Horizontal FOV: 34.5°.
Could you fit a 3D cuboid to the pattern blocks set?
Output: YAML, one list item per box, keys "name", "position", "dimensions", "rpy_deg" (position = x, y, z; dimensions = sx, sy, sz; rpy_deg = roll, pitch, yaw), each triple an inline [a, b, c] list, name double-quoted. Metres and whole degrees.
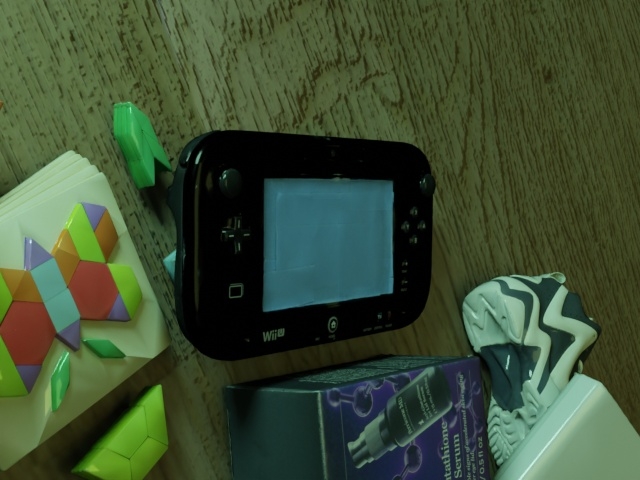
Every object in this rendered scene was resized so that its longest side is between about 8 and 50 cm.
- name: "pattern blocks set"
  position: [-0.177, 0.040, 0.662]
  dimensions: [0.285, 0.026, 0.325]
  rpy_deg: [60, 41, -27]

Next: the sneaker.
- name: "sneaker"
  position: [0.241, 0.140, 1.063]
  dimensions: [0.153, 0.094, 0.235]
  rpy_deg: [-18, 88, -37]

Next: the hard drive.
- name: "hard drive"
  position: [0.202, 0.303, 0.968]
  dimensions: [0.307, 0.040, 0.203]
  rpy_deg: [-47, 121, -14]

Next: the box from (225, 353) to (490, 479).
- name: "box"
  position: [0.036, 0.180, 0.841]
  dimensions: [0.207, 0.108, 0.153]
  rpy_deg: [-5, 90, -46]

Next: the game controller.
- name: "game controller"
  position: [0.000, 0.000, 0.834]
  dimensions: [0.319, 0.067, 0.167]
  rpy_deg: [-4, 87, -52]
